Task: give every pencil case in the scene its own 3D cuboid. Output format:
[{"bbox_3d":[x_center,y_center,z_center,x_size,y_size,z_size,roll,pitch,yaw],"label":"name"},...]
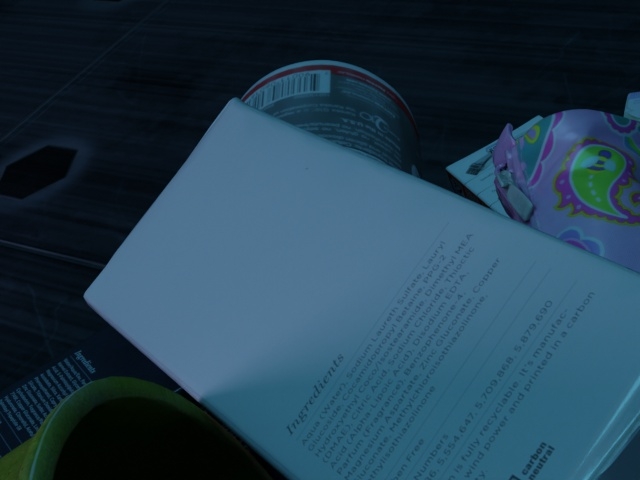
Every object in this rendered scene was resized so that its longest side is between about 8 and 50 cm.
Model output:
[{"bbox_3d":[0.181,0.043,0.880,0.124,0.124,0.284,-15,49,10],"label":"pencil case"}]

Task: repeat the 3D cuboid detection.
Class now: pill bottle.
[{"bbox_3d":[0.000,0.000,1.051,0.161,0.161,0.283,-15,35,11],"label":"pill bottle"}]

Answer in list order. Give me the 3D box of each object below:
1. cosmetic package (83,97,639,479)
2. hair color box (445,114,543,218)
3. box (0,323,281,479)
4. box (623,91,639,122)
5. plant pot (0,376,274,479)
[{"bbox_3d":[0.066,0.079,0.701,0.156,0.217,0.385,-53,36,-3],"label":"cosmetic package"},{"bbox_3d":[0.179,-0.026,1.083,0.093,0.053,0.167,-29,36,-8],"label":"hair color box"},{"bbox_3d":[-0.142,0.162,0.915,0.207,0.153,0.108,-33,35,-14],"label":"box"},{"bbox_3d":[0.387,-0.086,1.036,0.324,0.067,0.063,-4,39,24],"label":"box"},{"bbox_3d":[-0.156,0.300,0.597,0.353,0.366,0.366,-29,33,11],"label":"plant pot"}]
